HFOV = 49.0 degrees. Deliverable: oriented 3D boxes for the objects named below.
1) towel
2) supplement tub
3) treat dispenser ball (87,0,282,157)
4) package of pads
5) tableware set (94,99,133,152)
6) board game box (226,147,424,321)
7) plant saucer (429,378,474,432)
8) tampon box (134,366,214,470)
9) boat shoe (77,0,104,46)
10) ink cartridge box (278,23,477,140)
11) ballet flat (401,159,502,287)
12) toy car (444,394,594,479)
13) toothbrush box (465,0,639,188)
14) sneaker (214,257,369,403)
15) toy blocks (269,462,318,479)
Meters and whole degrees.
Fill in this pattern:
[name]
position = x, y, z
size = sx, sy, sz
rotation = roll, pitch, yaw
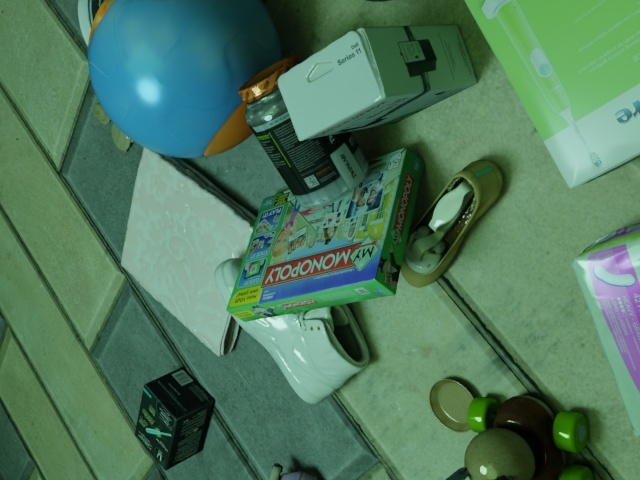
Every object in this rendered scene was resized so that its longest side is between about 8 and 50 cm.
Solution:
[towel]
position = -0.259, 0.015, 1.371
size = 0.332, 0.053, 0.317
rotation = 37, 125, 28
[supplement tub]
position = -0.025, -0.149, 0.968
size = 0.117, 0.117, 0.190
rotation = -10, 121, 44
[treat dispenser ball]
position = -0.201, -0.269, 1.062
size = 0.288, 0.288, 0.288
rotation = 15, 113, 39
[package of pads]
position = 0.431, 0.067, 0.711
size = 0.296, 0.101, 0.229
rotation = -20, 90, 44
[tableware set]
position = -0.427, -0.276, 1.459
size = 0.169, 0.020, 0.141
rotation = 45, 131, 22
[board game box]
position = 0.000, 0.000, 1.039
size = 0.317, 0.046, 0.214
rotation = -16, 48, 44
[plant saucer]
position = 0.200, 0.243, 1.041
size = 0.083, 0.015, 0.083
rotation = 15, 113, 40
[tampon box]
position = -0.314, 0.381, 1.503
size = 0.120, 0.101, 0.161
rotation = 38, 127, 29
[boat shoe]
position = -0.340, -0.329, 1.294
size = 0.102, 0.108, 0.301
rotation = -14, 102, 38
[ink cartridge box]
position = 0.073, -0.200, 0.883
size = 0.153, 0.208, 0.087
rotation = -20, 90, 45
[ballet flat]
position = 0.158, -0.016, 0.957
size = 0.080, 0.073, 0.232
rotation = 45, 129, 21
[toy car]
position = 0.236, 0.297, 0.903
size = 0.155, 0.188, 0.149
rotation = -1, 102, 43
[toothbrush box]
position = 0.298, -0.230, 0.726
size = 0.206, 0.122, 0.283
rotation = -34, 79, 43
[sneaker]
position = -0.039, 0.116, 1.164
size = 0.292, 0.108, 0.169
rotation = 50, 130, 3
[toy blocks]
position = 0.000, 0.623, 1.245
size = 0.260, 0.309, 0.289
rotation = 9, 126, 7
